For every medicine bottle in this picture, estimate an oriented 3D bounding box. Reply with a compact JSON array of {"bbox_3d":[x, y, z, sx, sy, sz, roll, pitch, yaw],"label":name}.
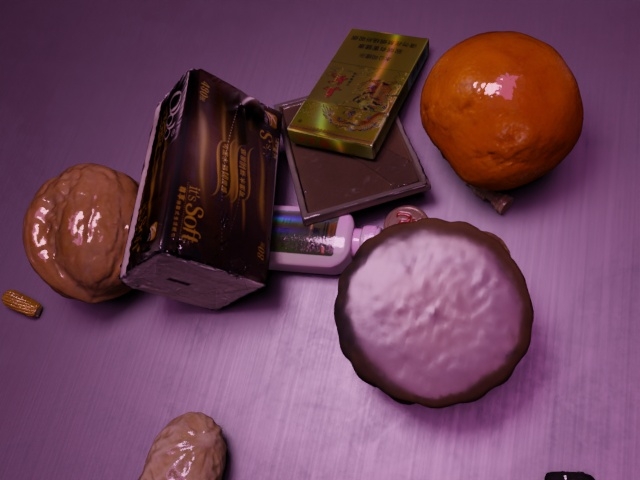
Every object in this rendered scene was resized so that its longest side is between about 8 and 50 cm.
[{"bbox_3d":[0.000,0.000,1.011,0.219,0.078,0.115,4,65,15],"label":"medicine bottle"}]

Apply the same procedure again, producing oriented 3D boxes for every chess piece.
[{"bbox_3d":[0.293,-0.086,1.003,0.035,0.035,0.092,-45,62,-7],"label":"chess piece"},{"bbox_3d":[0.154,-0.022,1.006,0.084,0.038,0.083,-4,68,11],"label":"chess piece"}]

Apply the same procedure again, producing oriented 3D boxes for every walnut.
[{"bbox_3d":[-0.417,-0.008,1.045,0.225,0.257,0.256,-25,58,42],"label":"walnut"}]

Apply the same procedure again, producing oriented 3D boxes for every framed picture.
[{"bbox_3d":[0.048,-0.182,1.065,0.232,0.024,0.314,-15,53,1],"label":"framed picture"}]

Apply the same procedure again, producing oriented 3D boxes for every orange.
[{"bbox_3d":[0.293,-0.213,0.932,0.261,0.261,0.261,-5,67,12],"label":"orange"}]

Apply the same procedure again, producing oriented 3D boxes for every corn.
[{"bbox_3d":[-0.594,0.125,1.126,0.092,0.037,0.037,21,74,17],"label":"corn"}]

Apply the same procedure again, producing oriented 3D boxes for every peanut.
[{"bbox_3d":[-0.246,0.411,0.872,0.298,0.120,0.136,-57,30,-12],"label":"peanut"}]

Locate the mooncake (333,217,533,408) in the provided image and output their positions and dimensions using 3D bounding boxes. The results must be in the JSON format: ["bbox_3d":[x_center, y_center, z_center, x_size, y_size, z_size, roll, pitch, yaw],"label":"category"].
[{"bbox_3d":[0.168,0.114,0.872,0.291,0.161,0.290,-4,72,14],"label":"mooncake"}]

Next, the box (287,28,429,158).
[{"bbox_3d":[0.080,-0.294,1.097,0.173,0.043,0.311,16,59,22],"label":"box"}]

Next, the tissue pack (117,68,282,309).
[{"bbox_3d":[-0.208,-0.079,0.992,0.198,0.210,0.369,-23,55,42],"label":"tissue pack"}]

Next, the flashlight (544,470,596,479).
[{"bbox_3d":[0.337,0.429,0.750,0.093,0.093,0.231,-2,63,13],"label":"flashlight"}]

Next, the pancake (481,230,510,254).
[{"bbox_3d":[0.269,0.033,0.969,0.115,0.011,0.114,-6,66,13],"label":"pancake"}]
